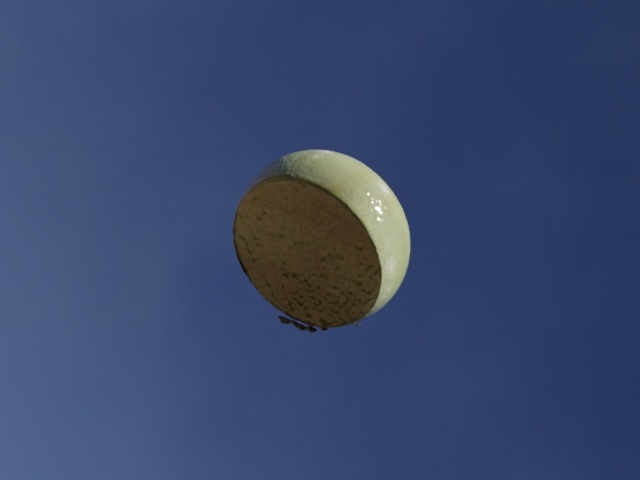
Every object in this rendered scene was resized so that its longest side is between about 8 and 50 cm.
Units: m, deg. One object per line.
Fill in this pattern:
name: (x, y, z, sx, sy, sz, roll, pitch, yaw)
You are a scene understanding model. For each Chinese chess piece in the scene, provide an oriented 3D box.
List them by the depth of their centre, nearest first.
Chinese chess piece: (0.000, 0.000, 1.601, 0.238, 0.092, 0.237, 15, -55, 23)
